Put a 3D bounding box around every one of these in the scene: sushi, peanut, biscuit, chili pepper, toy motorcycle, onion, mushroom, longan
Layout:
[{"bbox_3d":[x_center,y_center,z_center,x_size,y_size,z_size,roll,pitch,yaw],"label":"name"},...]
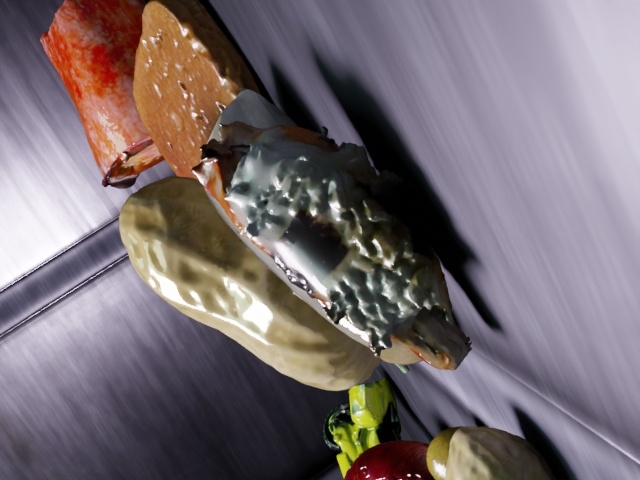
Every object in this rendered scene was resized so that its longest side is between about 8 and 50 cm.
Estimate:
[{"bbox_3d":[0.017,-0.004,0.468,0.226,0.097,0.103,42,179,-1],"label":"sushi"},{"bbox_3d":[0.164,0.235,0.559,0.214,0.090,0.098,56,-175,-7],"label":"peanut"},{"bbox_3d":[-0.110,-0.119,0.807,0.262,0.052,0.277,50,154,6],"label":"biscuit"},{"bbox_3d":[-0.066,0.036,0.744,0.313,0.152,0.152,32,170,5],"label":"peanut"},{"bbox_3d":[-0.319,-0.253,1.133,0.305,0.229,0.251,57,-170,-8],"label":"chili pepper"},{"bbox_3d":[0.122,0.379,1.173,0.142,0.206,0.342,67,-178,-46],"label":"toy motorcycle"},{"bbox_3d":[0.154,0.390,0.977,0.272,0.195,0.272,20,117,45],"label":"onion"},{"bbox_3d":[0.000,0.000,0.623,0.270,0.103,0.118,48,165,10],"label":"mushroom"},{"bbox_3d":[0.141,0.227,0.726,0.075,0.083,0.075,27,-154,-14],"label":"longan"}]

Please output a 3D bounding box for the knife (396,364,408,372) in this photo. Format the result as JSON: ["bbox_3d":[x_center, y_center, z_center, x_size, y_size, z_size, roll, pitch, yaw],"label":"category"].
[{"bbox_3d":[0.040,0.108,0.956,0.207,0.014,0.030,41,180,-7],"label":"knife"}]
